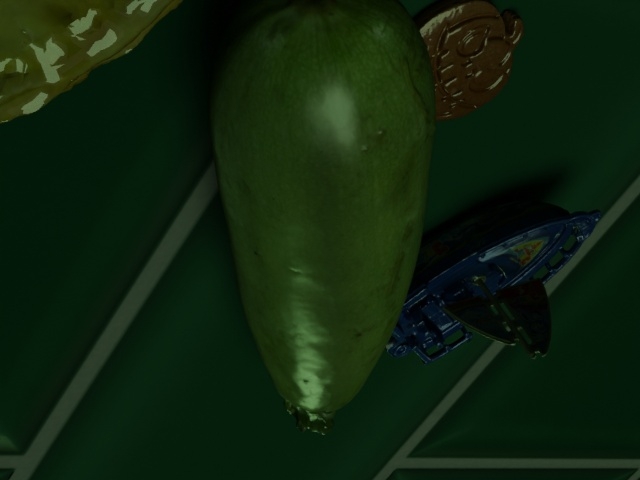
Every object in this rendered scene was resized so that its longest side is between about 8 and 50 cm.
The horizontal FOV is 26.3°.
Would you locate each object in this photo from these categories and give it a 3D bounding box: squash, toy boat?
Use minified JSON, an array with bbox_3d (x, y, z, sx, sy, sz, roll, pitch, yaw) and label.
[{"bbox_3d":[0.005,-0.005,0.781,0.118,0.118,0.370,-19,144,-11],"label":"squash"},{"bbox_3d":[0.118,0.039,0.907,0.175,0.110,0.091,-35,143,8],"label":"toy boat"}]

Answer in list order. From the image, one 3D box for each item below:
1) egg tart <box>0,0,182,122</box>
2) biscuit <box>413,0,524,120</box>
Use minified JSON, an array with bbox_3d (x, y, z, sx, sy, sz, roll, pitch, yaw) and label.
[{"bbox_3d":[-0.152,-0.168,0.480,0.294,0.123,0.294,-20,144,-15],"label":"egg tart"},{"bbox_3d":[0.083,-0.105,0.787,0.078,0.015,0.091,-29,144,4],"label":"biscuit"}]
